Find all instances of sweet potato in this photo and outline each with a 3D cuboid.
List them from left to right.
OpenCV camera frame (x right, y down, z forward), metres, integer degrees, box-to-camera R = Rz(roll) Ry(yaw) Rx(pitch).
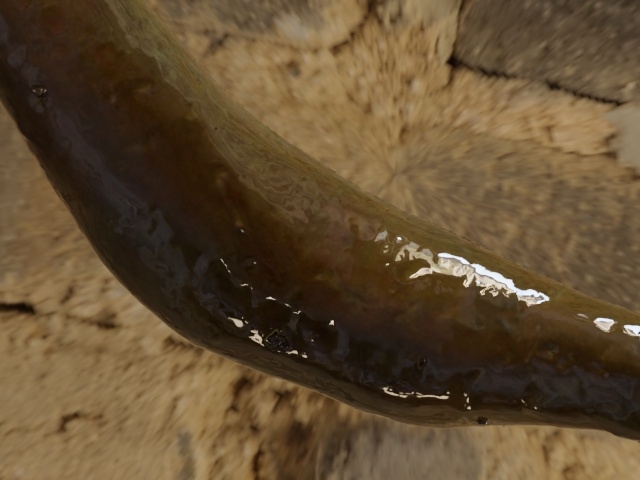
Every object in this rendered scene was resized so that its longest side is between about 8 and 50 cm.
[{"bbox_3d":[0.002,0.005,0.651,0.346,0.108,0.079,30,-121,5],"label":"sweet potato"}]
